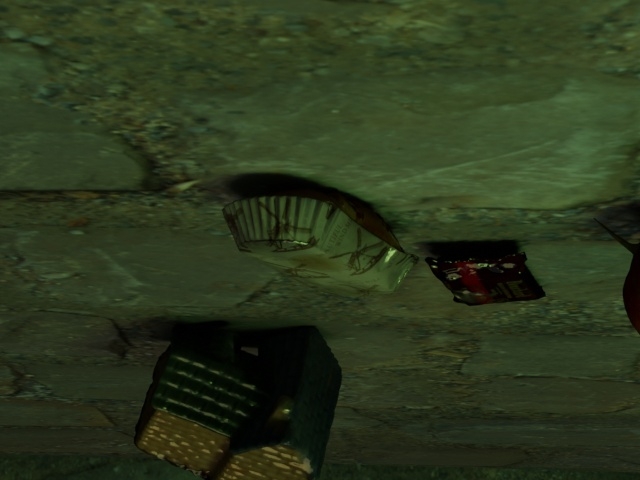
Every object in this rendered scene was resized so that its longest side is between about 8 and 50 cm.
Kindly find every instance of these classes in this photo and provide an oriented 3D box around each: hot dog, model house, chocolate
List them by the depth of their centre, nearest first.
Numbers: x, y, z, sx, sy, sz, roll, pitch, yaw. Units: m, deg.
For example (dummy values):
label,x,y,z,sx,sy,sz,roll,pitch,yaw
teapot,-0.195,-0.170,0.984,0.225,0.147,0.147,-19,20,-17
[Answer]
label,x,y,z,sx,sy,sz,roll,pitch,yaw
hot dog,0.000,0.000,1.142,0.099,0.053,0.192,-8,160,31
chocolate,0.137,0.034,1.308,0.086,0.028,0.182,-4,163,11
model house,-0.075,0.154,1.594,0.183,0.166,0.172,19,148,-8

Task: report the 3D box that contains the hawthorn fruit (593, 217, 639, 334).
label,x,y,z,sx,sy,sz,roll,pitch,yaw
hawthorn fruit,0.266,0.038,1.121,0.140,0.125,0.125,0,166,-1
